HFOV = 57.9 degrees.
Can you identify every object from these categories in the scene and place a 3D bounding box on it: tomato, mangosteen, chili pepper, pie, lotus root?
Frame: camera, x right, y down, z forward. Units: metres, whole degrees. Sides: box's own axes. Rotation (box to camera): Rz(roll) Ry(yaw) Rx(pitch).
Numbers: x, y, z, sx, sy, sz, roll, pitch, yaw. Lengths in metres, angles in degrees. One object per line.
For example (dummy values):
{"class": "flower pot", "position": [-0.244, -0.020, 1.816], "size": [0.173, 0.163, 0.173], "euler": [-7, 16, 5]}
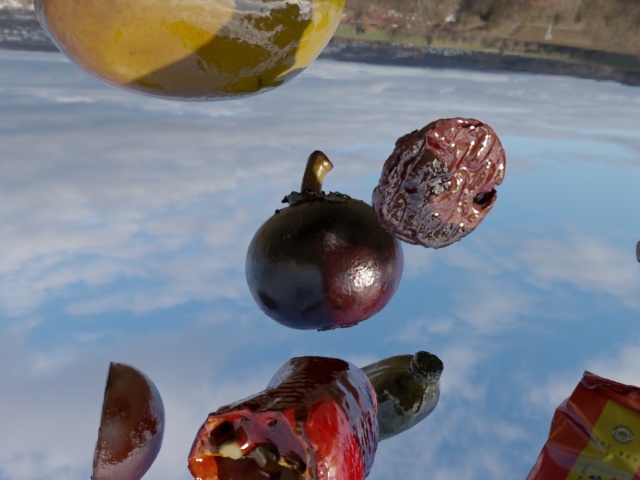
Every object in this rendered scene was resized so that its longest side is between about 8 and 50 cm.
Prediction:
{"class": "tomato", "position": [-0.314, 0.319, 0.952], "size": [0.112, 0.228, 0.199], "euler": [7, -162, -16]}
{"class": "mangosteen", "position": [0.000, 0.000, 0.842], "size": [0.235, 0.261, 0.235], "euler": [-10, 178, 0]}
{"class": "chili pepper", "position": [0.000, 0.182, 0.588], "size": [0.131, 0.134, 0.338], "euler": [-29, 173, 10]}
{"class": "pie", "position": [0.121, -0.058, 0.587], "size": [0.153, 0.153, 0.038], "euler": [-5, -151, -24]}
{"class": "lotus root", "position": [0.136, 0.317, 1.175], "size": [0.173, 0.173, 0.309], "euler": [-15, 164, -46]}

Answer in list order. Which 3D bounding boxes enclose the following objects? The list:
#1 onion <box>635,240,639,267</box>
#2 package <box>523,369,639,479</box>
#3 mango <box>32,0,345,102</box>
{"class": "onion", "position": [0.509, -0.012, 0.743], "size": [0.272, 0.272, 0.195], "euler": [-2, -164, -15]}
{"class": "package", "position": [0.428, 0.405, 0.924], "size": [0.196, 0.424, 0.123], "euler": [28, -160, 30]}
{"class": "mango", "position": [-0.133, -0.246, 0.613], "size": [0.317, 0.211, 0.173], "euler": [1, -124, -12]}
